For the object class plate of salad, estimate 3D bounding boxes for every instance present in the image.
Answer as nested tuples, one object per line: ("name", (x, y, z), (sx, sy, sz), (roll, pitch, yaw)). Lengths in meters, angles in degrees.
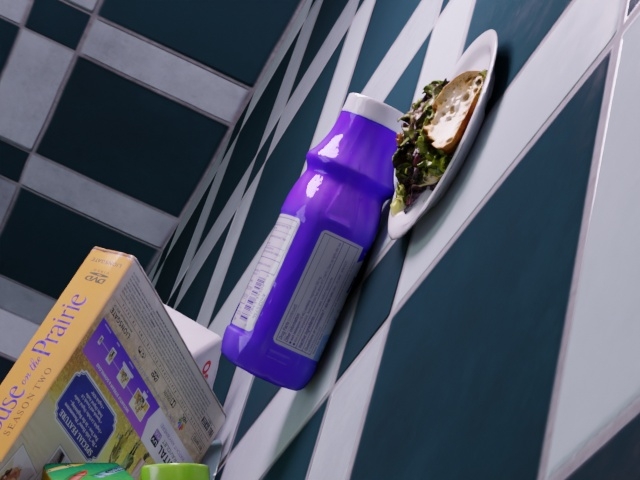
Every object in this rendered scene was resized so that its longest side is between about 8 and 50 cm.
("plate of salad", (0.096, -0.095, 1.454), (0.200, 0.048, 0.200), (-156, 90, -81))

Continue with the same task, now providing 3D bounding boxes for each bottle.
("bottle", (0.000, 0.000, 1.609), (0.283, 0.092, 0.118), (-66, 9, -3))

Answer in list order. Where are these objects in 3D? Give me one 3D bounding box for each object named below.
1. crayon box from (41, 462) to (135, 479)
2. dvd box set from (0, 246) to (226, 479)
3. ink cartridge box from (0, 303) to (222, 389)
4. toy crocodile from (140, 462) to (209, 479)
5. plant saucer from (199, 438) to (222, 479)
("crayon box", (-0.217, 0.360, 1.579), (0.165, 0.081, 0.278), (-167, 81, -71))
("dvd box set", (-0.262, 0.261, 1.731), (0.420, 0.062, 0.308), (-60, -33, -27))
("ink cartridge box", (-0.252, 0.216, 1.953), (0.278, 0.117, 0.201), (-32, -36, -51))
("toy crocodile", (-0.137, 0.285, 1.645), (0.340, 0.105, 0.115), (139, 131, -66))
("plant saucer", (-0.170, 0.311, 1.946), (0.195, 0.037, 0.195), (-62, 9, 17))
